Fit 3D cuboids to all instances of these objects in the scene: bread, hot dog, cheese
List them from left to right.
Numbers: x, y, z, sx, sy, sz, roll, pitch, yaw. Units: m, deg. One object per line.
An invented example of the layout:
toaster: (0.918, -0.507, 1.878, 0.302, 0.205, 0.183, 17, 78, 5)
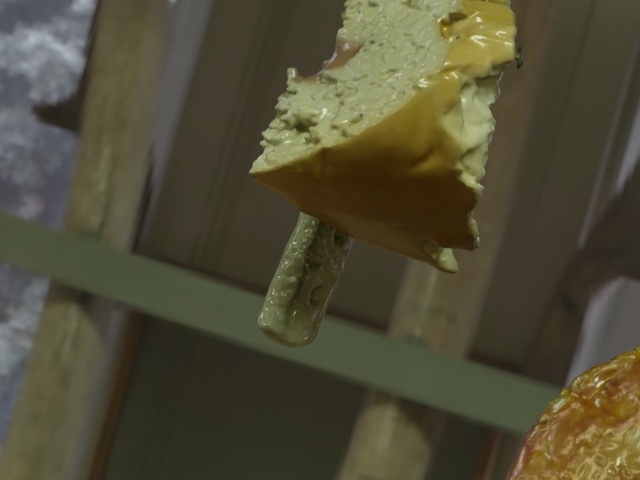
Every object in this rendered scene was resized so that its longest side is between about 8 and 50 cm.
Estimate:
cheese: (0.000, 0.000, 1.488, 0.043, 0.194, 0.065, 18, -1, 30)
bread: (0.101, -0.096, 1.387, 0.211, 0.183, 0.224, -16, -38, 37)
hot dog: (0.208, 0.153, 1.051, 0.150, 0.256, 0.153, 50, -1, -34)
